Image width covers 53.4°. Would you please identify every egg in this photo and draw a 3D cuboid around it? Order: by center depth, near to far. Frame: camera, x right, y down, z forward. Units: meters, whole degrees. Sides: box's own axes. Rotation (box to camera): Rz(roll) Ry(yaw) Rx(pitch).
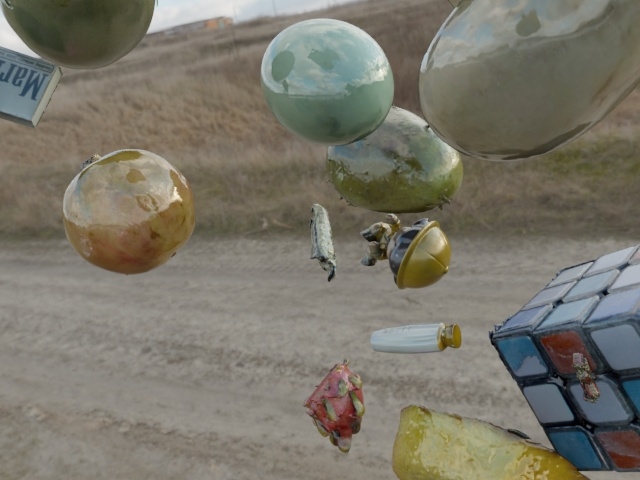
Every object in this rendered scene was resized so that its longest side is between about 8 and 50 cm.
[{"bbox_3d":[0.007,-0.263,1.061,0.203,0.203,0.282,-21,34,-24],"label":"egg"}]

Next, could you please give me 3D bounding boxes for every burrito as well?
[{"bbox_3d":[0.002,0.000,1.023,0.042,0.051,0.171,-6,34,1],"label":"burrito"}]

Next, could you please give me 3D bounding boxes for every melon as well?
[{"bbox_3d":[-0.409,-0.440,1.068,0.268,0.268,0.330,-20,-16,-22],"label":"melon"}]

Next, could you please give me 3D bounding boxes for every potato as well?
[{"bbox_3d":[0.185,-0.195,1.538,0.359,0.270,0.219,14,-3,43],"label":"potato"}]

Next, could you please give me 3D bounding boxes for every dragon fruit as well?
[{"bbox_3d":[0.037,0.364,1.387,0.150,0.208,0.133,-3,11,29],"label":"dragon fruit"}]

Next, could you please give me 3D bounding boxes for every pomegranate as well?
[{"bbox_3d":[-0.280,-0.043,0.932,0.191,0.191,0.191,-10,19,4],"label":"pomegranate"}]

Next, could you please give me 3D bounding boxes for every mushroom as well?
[{"bbox_3d":[0.142,-0.154,0.467,0.209,0.206,0.206,22,33,23],"label":"mushroom"}]

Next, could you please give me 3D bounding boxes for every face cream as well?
[{"bbox_3d":[0.188,0.195,1.263,0.182,0.051,0.072,-10,23,32],"label":"face cream"}]

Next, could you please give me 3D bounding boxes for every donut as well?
[{"bbox_3d":[0.323,0.491,1.350,0.435,0.377,0.163,5,61,44],"label":"donut"}]

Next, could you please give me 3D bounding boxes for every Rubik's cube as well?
[{"bbox_3d":[0.636,0.234,1.302,0.362,0.363,0.359,-31,0,-40],"label":"Rubik's cube"}]

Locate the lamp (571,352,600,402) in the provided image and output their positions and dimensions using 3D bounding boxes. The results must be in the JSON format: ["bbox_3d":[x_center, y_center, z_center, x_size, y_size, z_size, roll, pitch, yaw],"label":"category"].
[{"bbox_3d":[0.458,0.233,1.106,0.031,0.083,0.063,-20,30,29],"label":"lamp"}]

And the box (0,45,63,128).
[{"bbox_3d":[-0.527,-0.260,1.029,0.177,0.115,0.036,17,-20,-6],"label":"box"}]

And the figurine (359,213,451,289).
[{"bbox_3d":[0.224,0.024,1.639,0.167,0.192,0.257,11,12,-33],"label":"figurine"}]
